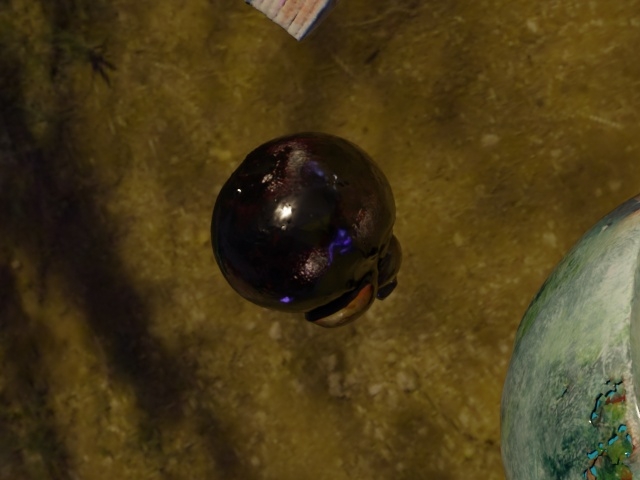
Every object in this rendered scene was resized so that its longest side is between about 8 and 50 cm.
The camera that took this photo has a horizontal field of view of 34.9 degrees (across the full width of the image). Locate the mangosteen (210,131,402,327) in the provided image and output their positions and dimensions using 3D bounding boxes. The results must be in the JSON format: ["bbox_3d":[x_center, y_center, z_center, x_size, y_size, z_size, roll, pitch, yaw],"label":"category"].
[{"bbox_3d":[0.000,0.000,1.140,0.211,0.211,0.250,3,147,47],"label":"mangosteen"}]

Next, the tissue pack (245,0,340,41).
[{"bbox_3d":[0.020,-0.234,0.740,0.065,0.115,0.155,35,126,-5],"label":"tissue pack"}]

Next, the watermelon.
[{"bbox_3d":[0.171,0.164,0.521,0.175,0.188,0.322,-29,101,45],"label":"watermelon"}]
